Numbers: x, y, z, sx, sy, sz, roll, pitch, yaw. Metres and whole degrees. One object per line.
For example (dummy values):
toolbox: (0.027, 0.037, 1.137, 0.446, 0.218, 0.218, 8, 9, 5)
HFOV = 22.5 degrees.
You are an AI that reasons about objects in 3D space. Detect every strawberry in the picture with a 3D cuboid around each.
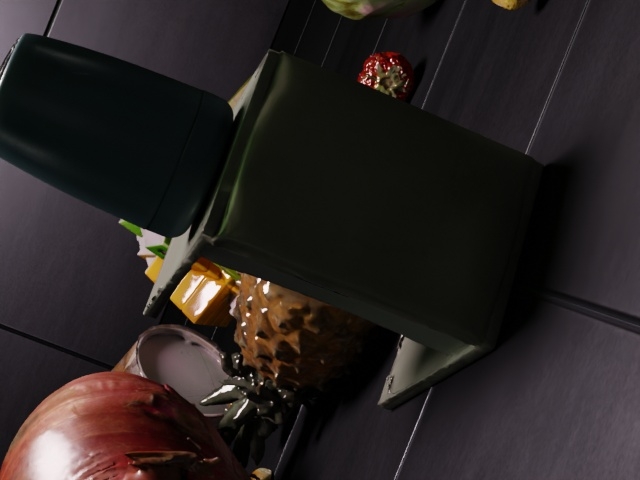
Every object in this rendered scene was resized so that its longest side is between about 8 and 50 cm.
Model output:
strawberry: (0.082, -0.196, 1.949, 0.073, 0.073, 0.083, -65, -3, 18)

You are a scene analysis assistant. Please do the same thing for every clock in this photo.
clock: (-0.161, 0.010, 2.380, 0.166, 0.235, 0.309, -51, 23, 9)

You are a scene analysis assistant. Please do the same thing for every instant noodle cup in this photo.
instant noodle cup: (-0.233, 0.250, 2.306, 0.207, 0.217, 0.217, -54, 16, 32)

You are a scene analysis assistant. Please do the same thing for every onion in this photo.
onion: (-0.193, 0.304, 1.678, 0.353, 0.354, 0.353, -158, 90, -81)

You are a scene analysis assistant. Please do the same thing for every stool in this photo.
stool: (0.013, 0.002, 1.346, 0.270, 0.244, 0.170, 135, 155, -66)

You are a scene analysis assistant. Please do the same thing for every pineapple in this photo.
pineapple: (-0.033, 0.119, 1.687, 0.340, 0.169, 0.169, 111, 174, -48)

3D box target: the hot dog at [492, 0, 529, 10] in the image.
hot dog: (0.221, -0.309, 1.476, 0.215, 0.047, 0.066, -65, 24, 16)

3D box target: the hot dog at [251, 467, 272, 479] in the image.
hot dog: (-0.092, 0.325, 1.863, 0.044, 0.028, 0.137, -81, 13, -80)

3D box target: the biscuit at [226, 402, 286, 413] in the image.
biscuit: (-0.056, 0.148, 1.993, 0.197, 0.049, 0.301, -60, 10, -6)

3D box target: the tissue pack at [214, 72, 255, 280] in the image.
tissue pack: (-0.083, -0.075, 2.075, 0.200, 0.167, 0.274, -51, -1, -11)

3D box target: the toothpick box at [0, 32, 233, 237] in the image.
toothpick box: (-0.171, -0.087, 1.263, 0.120, 0.184, 0.120, -157, 90, -81)

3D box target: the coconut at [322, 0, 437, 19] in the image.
coconut: (0.071, -0.370, 1.994, 0.204, 0.236, 0.236, -48, 4, -15)
